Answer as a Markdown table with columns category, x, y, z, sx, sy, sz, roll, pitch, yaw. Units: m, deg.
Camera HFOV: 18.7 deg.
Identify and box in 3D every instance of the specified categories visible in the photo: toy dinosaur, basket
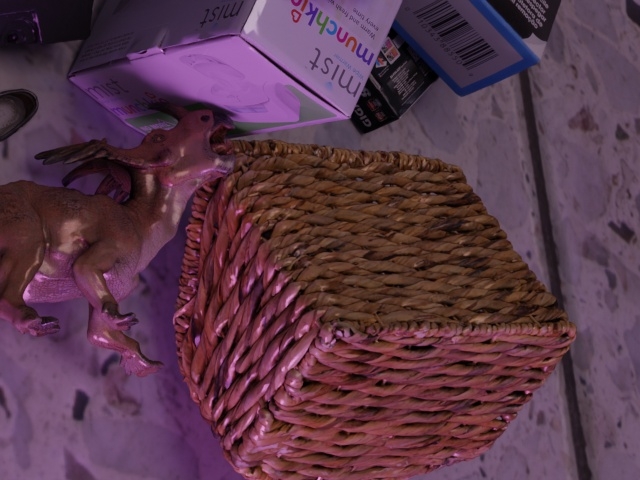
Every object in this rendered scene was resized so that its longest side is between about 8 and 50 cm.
| category | x | y | z | sx | sy | sz | roll | pitch | yaw |
| --- | --- | --- | --- | --- | --- | --- | --- | --- | --- |
| toy dinosaur | -0.209 | -0.006 | 1.478 | 0.296 | 0.127 | 0.200 | -2 | 65 | -28 |
| basket | 0.019 | 0.067 | 1.628 | 0.299 | 0.213 | 0.223 | 1 | 44 | -42 |

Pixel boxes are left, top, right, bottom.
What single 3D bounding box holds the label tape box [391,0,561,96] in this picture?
| category | x | y | z | sx | sy | sz | roll | pitch | yaw |
| --- | --- | --- | --- | --- | --- | --- | --- | --- | --- |
| label tape box | 0.137 | -0.349 | 1.867 | 0.249 | 0.115 | 0.347 | 42 | 50 | -24 |

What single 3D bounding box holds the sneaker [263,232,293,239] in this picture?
| category | x | y | z | sx | sy | sz | roll | pitch | yaw |
| --- | --- | --- | --- | --- | --- | --- | --- | --- | --- |
| sneaker | 0.000 | 0.000 | 1.724 | 0.170 | 0.068 | 0.071 | 16 | 48 | -49 |

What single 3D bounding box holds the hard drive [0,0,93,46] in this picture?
| category | x | y | z | sx | sy | sz | roll | pitch | yaw |
| --- | --- | --- | --- | --- | --- | --- | --- | --- | --- |
| hard drive | -0.269 | -0.308 | 1.454 | 0.237 | 0.064 | 0.339 | -16 | 119 | -46 |

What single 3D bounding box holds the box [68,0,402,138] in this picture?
| category | x | y | z | sx | sy | sz | roll | pitch | yaw |
| --- | --- | --- | --- | --- | --- | --- | --- | --- | --- |
| box | -0.054 | -0.210 | 1.562 | 0.127 | 0.262 | 0.231 | 35 | 67 | -30 |

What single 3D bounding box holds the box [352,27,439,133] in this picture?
| category | x | y | z | sx | sy | sz | roll | pitch | yaw |
| --- | --- | --- | --- | --- | --- | --- | --- | --- | --- |
| box | 0.062 | -0.231 | 1.865 | 0.175 | 0.051 | 0.220 | 54 | 46 | -13 |

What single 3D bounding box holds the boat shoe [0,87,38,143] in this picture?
| category | x | y | z | sx | sy | sz | roll | pitch | yaw |
| --- | --- | --- | --- | --- | --- | --- | --- | --- | --- |
| boat shoe | -0.268 | -0.085 | 1.500 | 0.125 | 0.038 | 0.046 | -28 | 95 | -46 |
